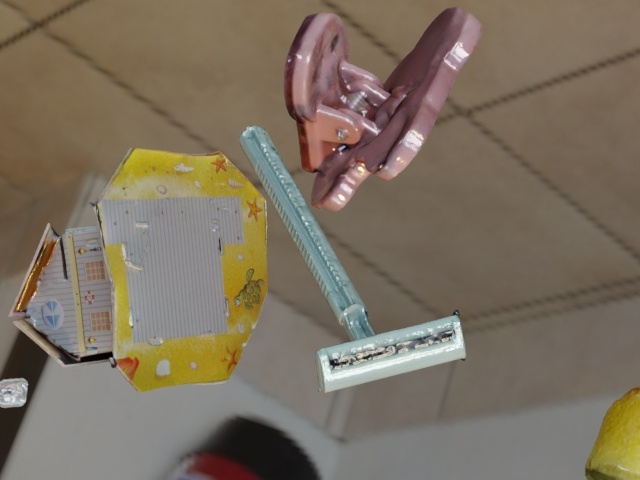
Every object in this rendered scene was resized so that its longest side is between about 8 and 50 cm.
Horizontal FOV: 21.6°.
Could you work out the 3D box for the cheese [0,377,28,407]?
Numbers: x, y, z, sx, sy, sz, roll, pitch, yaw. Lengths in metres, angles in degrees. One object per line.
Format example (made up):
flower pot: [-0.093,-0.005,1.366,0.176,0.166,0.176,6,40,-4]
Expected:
cheese: [-0.344,0.145,1.537,0.162,0.086,0.036,-1,-171,-37]

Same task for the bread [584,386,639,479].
bread: [0.314,0.196,1.250,0.245,0.094,0.102,32,161,-6]

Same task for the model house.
model house: [-0.159,0.029,1.468,0.136,0.207,0.219,-8,179,36]

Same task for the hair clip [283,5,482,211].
hair clip: [0.037,-0.073,1.034,0.102,0.123,0.138,18,146,17]

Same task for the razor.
razor: [-0.001,0.005,0.949,0.084,0.211,0.036,-11,132,-21]
